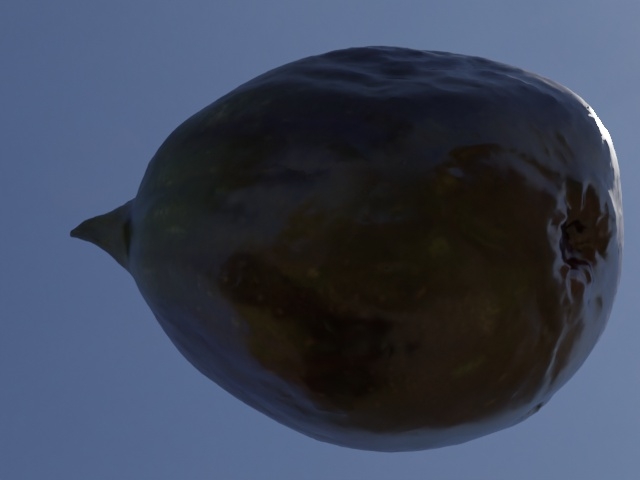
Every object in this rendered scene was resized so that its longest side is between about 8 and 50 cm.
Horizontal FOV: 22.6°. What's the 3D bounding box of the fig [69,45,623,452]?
[{"bbox_3d":[0.000,0.000,0.420,0.109,0.154,0.103,1,-87,-52],"label":"fig"}]
